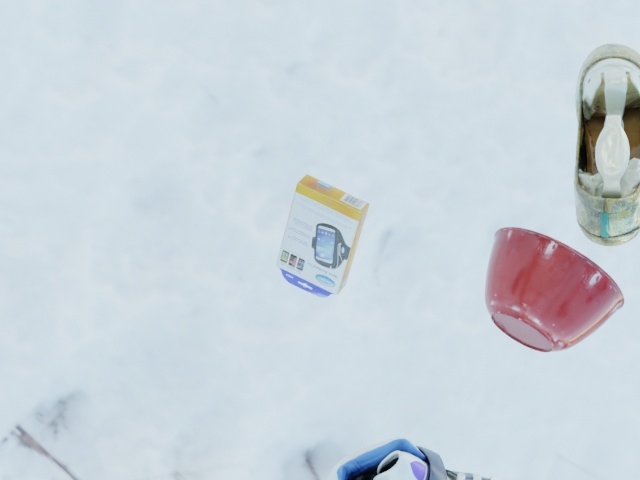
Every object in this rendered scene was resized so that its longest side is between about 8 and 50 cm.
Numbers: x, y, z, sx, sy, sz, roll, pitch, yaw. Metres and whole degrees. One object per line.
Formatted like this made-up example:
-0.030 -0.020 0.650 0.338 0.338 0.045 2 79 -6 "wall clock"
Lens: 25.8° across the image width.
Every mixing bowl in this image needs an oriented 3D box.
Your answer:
0.272 0.074 1.722 0.181 0.181 0.098 46 69 -38 "mixing bowl"

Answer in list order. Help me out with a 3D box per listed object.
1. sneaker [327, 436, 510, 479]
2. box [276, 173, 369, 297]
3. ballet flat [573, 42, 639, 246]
0.166 0.332 1.743 0.236 0.323 0.130 57 38 -54 "sneaker"
0.000 0.000 1.566 0.028 0.081 0.136 -49 160 -49 "box"
0.403 -0.159 1.914 0.123 0.123 0.348 39 49 -39 "ballet flat"
